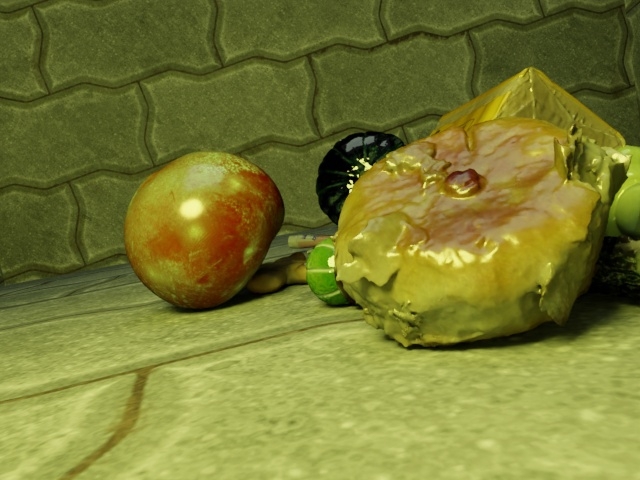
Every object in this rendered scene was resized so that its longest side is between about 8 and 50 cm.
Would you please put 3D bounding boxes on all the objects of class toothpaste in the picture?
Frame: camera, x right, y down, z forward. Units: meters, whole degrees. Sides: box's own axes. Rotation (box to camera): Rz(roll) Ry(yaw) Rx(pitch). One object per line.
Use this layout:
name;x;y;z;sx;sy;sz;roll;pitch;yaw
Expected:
toothpaste;0.000;0.000;1.445;0.194;0.043;0.067;-3;6;21

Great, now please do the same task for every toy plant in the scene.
toy plant;0.043;0.036;0.616;0.092;0.093;0.162;-13;2;-38

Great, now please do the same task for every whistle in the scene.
whistle;0.310;-0.035;0.552;0.141;0.141;0.294;-9;-2;20

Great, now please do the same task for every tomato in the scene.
tomato;-0.199;-0.028;0.816;0.270;0.222;0.270;-45;21;22

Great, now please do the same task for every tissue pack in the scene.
tissue pack;0.431;-0.192;1.157;0.293;0.229;0.382;31;-6;-10

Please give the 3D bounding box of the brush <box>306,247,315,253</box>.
brush;0.053;0.011;1.524;0.103;0.014;0.272;-8;4;23

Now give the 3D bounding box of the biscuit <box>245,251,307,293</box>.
biscuit;-0.079;0.059;0.922;0.164;0.047;0.208;-10;4;-18

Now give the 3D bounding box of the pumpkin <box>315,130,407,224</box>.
pumpkin;0.167;-0.192;1.688;0.362;0.364;0.266;-10;-9;5

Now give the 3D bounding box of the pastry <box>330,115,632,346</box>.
pastry;0.129;-0.025;0.447;0.235;0.121;0.257;9;50;40

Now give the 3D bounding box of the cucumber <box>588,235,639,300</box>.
cucumber;0.246;0.022;0.516;0.067;0.067;0.245;-11;3;-16
